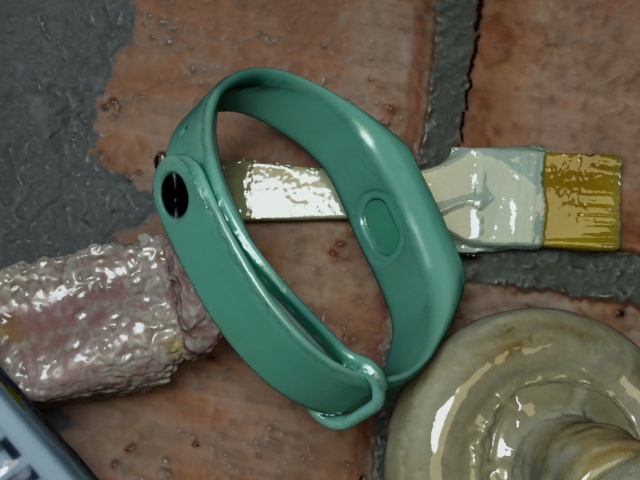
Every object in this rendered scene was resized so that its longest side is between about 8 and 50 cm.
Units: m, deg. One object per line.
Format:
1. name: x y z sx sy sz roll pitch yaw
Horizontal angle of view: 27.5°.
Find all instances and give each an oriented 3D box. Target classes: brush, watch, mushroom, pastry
1. brush: 0.048 -0.032 0.940 0.337 0.020 0.085 3 82 0
2. watch: 0.000 0.000 0.834 0.195 0.068 0.237 -8 69 -45
3. mushroom: 0.135 0.152 0.834 0.206 0.209 0.206 3 102 16
4. pastry: -0.183 0.065 0.882 0.265 0.112 0.102 -14 84 8

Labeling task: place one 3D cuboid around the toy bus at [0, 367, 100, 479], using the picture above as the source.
1. toy bus: -0.186 0.202 0.815 0.136 0.109 0.329 -39 105 -6
